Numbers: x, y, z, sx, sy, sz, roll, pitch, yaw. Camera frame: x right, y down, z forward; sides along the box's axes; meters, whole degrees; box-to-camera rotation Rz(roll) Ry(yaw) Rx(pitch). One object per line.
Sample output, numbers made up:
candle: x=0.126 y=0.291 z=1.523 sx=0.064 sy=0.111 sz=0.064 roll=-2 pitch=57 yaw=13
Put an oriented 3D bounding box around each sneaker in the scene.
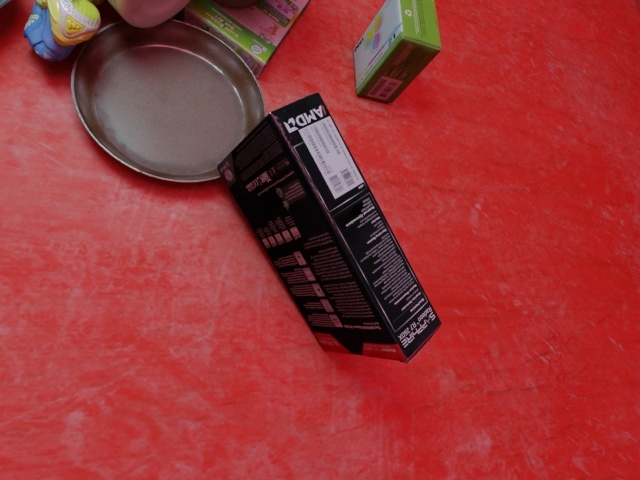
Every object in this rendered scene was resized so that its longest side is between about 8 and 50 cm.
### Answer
sneaker: x=-0.414 y=-0.364 z=0.662 sx=0.091 sy=0.126 sz=0.240 roll=37 pitch=23 yaw=-46

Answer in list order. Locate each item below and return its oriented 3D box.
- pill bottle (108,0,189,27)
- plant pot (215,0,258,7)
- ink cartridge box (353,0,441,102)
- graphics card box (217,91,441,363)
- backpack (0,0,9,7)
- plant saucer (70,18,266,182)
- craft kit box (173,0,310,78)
pill bottle: x=-0.331 y=-0.495 z=0.644 sx=0.283 sy=0.161 sz=0.161 roll=49 pitch=60 yaw=-6
plant pot: x=-0.132 y=-0.539 z=0.712 sx=0.262 sy=0.229 sz=0.263 roll=7 pitch=72 yaw=-23
ink cartridge box: x=0.152 y=-0.465 z=0.915 sx=0.096 sy=0.188 sz=0.256 roll=5 pitch=71 yaw=-23
graphics card box: x=0.000 y=0.000 z=0.643 sx=0.094 sy=0.232 sz=0.371 roll=-35 pitch=99 yaw=-29
backpack: x=-0.543 y=-0.400 z=0.548 sx=0.253 sy=0.191 sz=0.225 roll=36 pitch=65 yaw=-4
plant saucer: x=-0.248 y=-0.236 z=0.725 sx=0.310 sy=0.050 sz=0.311 roll=8 pitch=72 yaw=-24
craft kit box: x=-0.168 y=-0.489 z=0.842 sx=0.249 sy=0.061 sz=0.247 roll=33 pitch=60 yaw=-14
